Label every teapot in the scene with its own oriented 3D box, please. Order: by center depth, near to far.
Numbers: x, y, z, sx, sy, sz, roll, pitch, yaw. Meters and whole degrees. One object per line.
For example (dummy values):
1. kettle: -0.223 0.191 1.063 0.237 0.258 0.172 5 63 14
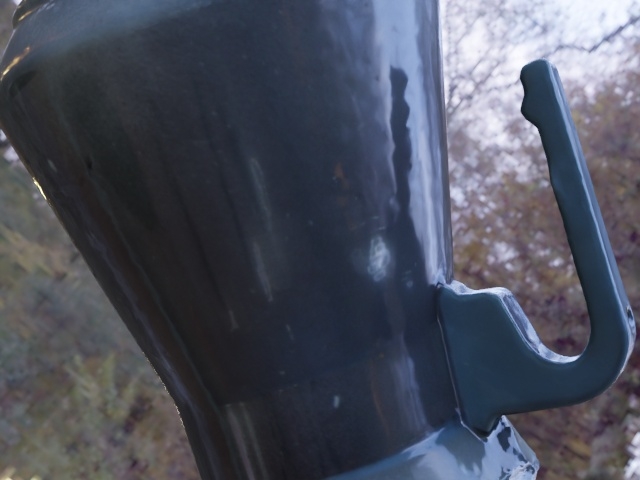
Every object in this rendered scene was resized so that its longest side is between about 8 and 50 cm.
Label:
1. teapot: 0.000 0.000 0.439 0.203 0.171 0.225 -16 -87 25
